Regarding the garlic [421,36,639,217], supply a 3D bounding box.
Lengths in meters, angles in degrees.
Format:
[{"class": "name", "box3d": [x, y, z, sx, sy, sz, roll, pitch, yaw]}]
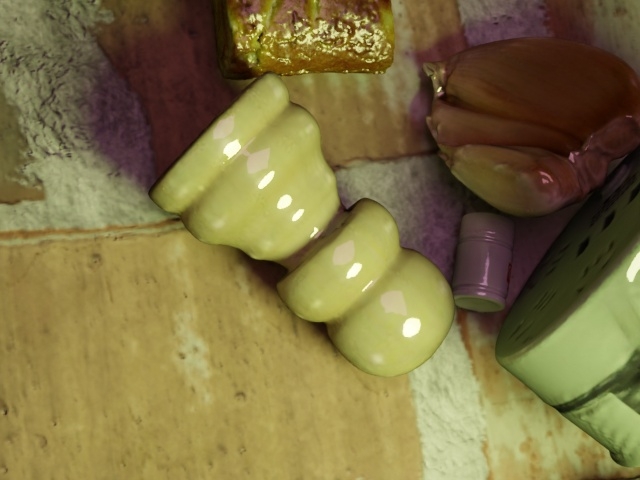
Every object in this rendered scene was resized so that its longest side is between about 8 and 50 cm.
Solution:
[{"class": "garlic", "box3d": [0.211, -0.116, 1.388, 0.217, 0.110, 0.228, -35, 49, -21]}]

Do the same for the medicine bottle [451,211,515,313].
[{"class": "medicine bottle", "box3d": [0.161, 0.022, 1.377, 0.057, 0.057, 0.089, 12, 72, -9]}]

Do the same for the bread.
[{"class": "bread", "box3d": [-0.019, -0.226, 1.383, 0.172, 0.103, 0.132, -4, 79, -16]}]

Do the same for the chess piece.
[{"class": "chess piece", "box3d": [0.000, 0.000, 1.311, 0.299, 0.167, 0.167, 45, 70, -5]}]

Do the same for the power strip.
[{"class": "power strip", "box3d": [0.314, 0.032, 1.253, 0.161, 0.357, 0.357, 39, 70, -2]}]
